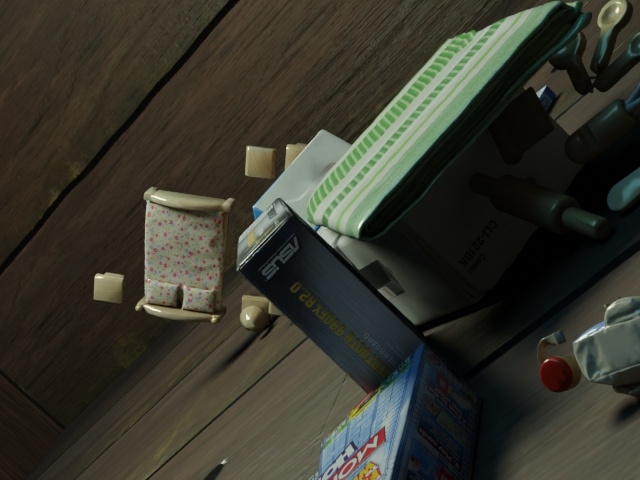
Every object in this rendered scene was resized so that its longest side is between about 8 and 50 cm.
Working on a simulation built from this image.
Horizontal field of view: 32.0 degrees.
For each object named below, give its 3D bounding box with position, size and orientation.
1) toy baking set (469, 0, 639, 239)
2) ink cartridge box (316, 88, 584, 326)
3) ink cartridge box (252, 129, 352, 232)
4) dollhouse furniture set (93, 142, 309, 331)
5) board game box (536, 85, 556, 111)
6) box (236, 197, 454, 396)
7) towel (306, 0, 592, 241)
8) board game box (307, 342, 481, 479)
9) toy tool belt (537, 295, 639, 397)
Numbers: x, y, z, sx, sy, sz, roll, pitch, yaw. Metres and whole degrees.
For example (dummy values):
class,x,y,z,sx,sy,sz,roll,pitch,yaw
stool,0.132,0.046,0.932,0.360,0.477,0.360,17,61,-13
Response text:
class,x,y,z,sx,sy,sz,roll,pitch,yaw
toy baking set,0.211,-0.094,0.844,0.197,0.030,0.256,-60,31,5
ink cartridge box,0.097,-0.017,1.067,0.197,0.114,0.273,-49,8,-27
ink cartridge box,0.000,0.000,1.299,0.134,0.078,0.231,-50,-23,-26
dollhouse furniture set,-0.186,-0.005,1.677,0.174,0.355,0.303,-63,-21,-71
board game box,0.230,-0.132,1.320,0.090,0.020,0.090,-39,9,45
box,0.017,0.052,0.871,0.056,0.183,0.231,-45,7,1
towel,0.089,-0.097,0.969,0.248,0.038,0.325,-47,10,-4
board game box,0.020,0.173,0.675,0.194,0.060,0.194,-45,6,9
toy tool belt,0.160,0.056,0.584,0.051,0.052,0.083,-10,-18,-43
